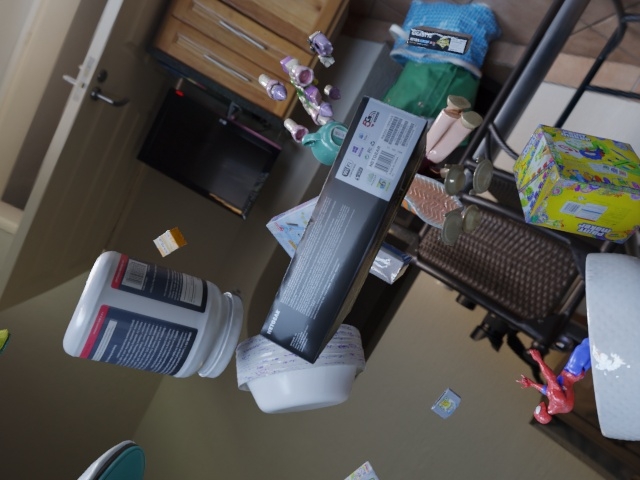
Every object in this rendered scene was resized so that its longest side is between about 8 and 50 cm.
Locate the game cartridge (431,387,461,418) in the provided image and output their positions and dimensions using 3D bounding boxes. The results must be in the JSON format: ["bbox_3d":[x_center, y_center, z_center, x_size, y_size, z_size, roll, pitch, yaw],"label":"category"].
[{"bbox_3d":[0.376,0.486,1.194,0.056,0.083,0.017,37,-175,-4],"label":"game cartridge"}]

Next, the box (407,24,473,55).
[{"bbox_3d":[0.384,-0.638,1.274,0.175,0.051,0.220,19,-146,14],"label":"box"}]

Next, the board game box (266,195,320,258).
[{"bbox_3d":[0.000,0.000,1.550,0.319,0.318,0.066,54,-138,-20],"label":"board game box"}]

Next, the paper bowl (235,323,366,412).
[{"bbox_3d":[-0.041,0.291,0.886,0.284,0.284,0.148,21,-128,-45],"label":"paper bowl"}]

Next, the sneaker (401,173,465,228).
[{"bbox_3d":[0.264,-0.131,1.107,0.302,0.108,0.121,36,-168,13],"label":"sneaker"}]

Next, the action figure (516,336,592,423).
[{"bbox_3d":[0.513,0.250,0.860,0.091,0.280,0.139,41,172,-36],"label":"action figure"}]

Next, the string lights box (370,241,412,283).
[{"bbox_3d":[0.207,0.059,1.280,0.133,0.077,0.259,30,-170,16],"label":"string lights box"}]

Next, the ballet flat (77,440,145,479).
[{"bbox_3d":[-0.402,0.502,0.605,0.139,0.139,0.400,27,-149,-17],"label":"ballet flat"}]

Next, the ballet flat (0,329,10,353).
[{"bbox_3d":[-0.726,0.260,0.840,0.077,0.077,0.231,46,-170,-37],"label":"ballet flat"}]

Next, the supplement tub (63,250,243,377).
[{"bbox_3d":[-0.307,0.148,0.760,0.272,0.191,0.191,23,-170,-26],"label":"supplement tub"}]

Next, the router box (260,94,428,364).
[{"bbox_3d":[0.048,-0.015,0.567,0.081,0.309,0.243,26,-170,11],"label":"router box"}]

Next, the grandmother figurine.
[{"bbox_3d":[0.328,-0.269,1.213,0.104,0.342,0.208,-4,-122,-25],"label":"grandmother figurine"}]

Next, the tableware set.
[{"bbox_3d":[0.265,-0.072,0.735,0.141,0.169,0.020,-8,-159,-39],"label":"tableware set"}]

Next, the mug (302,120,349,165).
[{"bbox_3d":[0.036,-0.316,1.309,0.130,0.157,0.097,59,156,-4],"label":"mug"}]

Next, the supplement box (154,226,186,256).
[{"bbox_3d":[-0.476,0.006,1.269,0.036,0.098,0.062,-35,-82,-52],"label":"supplement box"}]

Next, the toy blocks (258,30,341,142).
[{"bbox_3d":[-0.015,-0.542,1.494,0.260,0.309,0.289,50,177,40],"label":"toy blocks"}]

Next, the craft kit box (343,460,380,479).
[{"bbox_3d":[0.094,0.740,1.000,0.247,0.249,0.061,55,169,5],"label":"craft kit box"}]

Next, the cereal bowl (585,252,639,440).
[{"bbox_3d":[0.583,0.187,0.734,0.141,0.339,0.339,-7,164,36],"label":"cereal bowl"}]

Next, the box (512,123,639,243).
[{"bbox_3d":[0.774,-0.175,1.198,0.289,0.177,0.279,13,-132,1],"label":"box"}]
